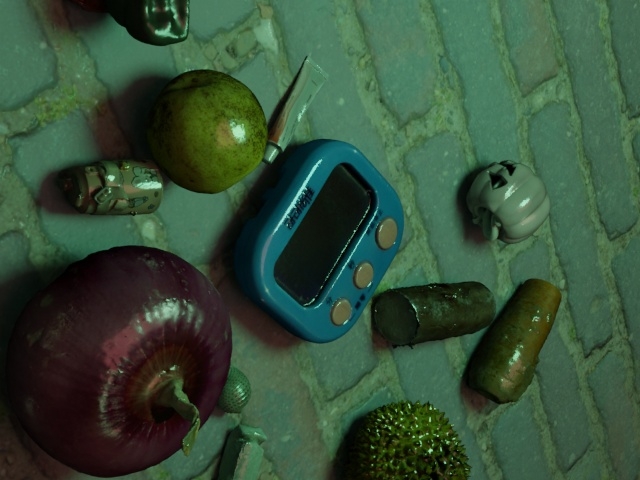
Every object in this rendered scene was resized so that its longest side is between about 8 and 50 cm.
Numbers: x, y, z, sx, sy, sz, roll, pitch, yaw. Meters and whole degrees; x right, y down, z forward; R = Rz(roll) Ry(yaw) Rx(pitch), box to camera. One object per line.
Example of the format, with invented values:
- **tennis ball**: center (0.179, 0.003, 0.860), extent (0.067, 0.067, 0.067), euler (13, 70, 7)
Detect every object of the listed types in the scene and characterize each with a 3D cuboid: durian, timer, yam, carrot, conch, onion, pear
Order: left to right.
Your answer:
- **onion**: center (-0.276, 0.194, 1.575), extent (0.358, 0.345, 0.358), euler (-57, 164, -26)
- **pear**: center (-0.187, -0.179, 1.642), extent (0.197, 0.197, 0.197), euler (-11, 107, -40)
- **conch**: center (-0.153, 0.270, 1.868), extent (0.076, 0.057, 0.085), euler (-30, 120, -49)
- **timer**: center (0.000, 0.000, 1.902), extent (0.309, 0.115, 0.340), euler (45, 70, -40)
- **durian**: center (0.179, 0.475, 2.100), extent (0.258, 0.258, 0.293), euler (-8, 116, -41)
- **yam**: center (0.239, 0.151, 2.153), extent (0.280, 0.131, 0.131), euler (-3, 102, -45)
- **carrot**: center (0.444, 0.227, 2.355), extent (0.139, 0.139, 0.302), euler (47, 61, -38)

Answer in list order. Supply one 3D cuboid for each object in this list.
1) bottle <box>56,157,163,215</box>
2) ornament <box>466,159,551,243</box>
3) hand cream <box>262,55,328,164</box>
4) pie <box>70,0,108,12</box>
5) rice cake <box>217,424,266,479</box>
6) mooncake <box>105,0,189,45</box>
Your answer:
- **bottle**: center (-0.328, -0.080, 1.601), extent (0.152, 0.099, 0.099), euler (-5, 103, -40)
- **ornament**: center (0.395, -0.078, 2.207), extent (0.177, 0.177, 0.177), euler (-11, 107, -40)
- **hand cream**: center (-0.052, -0.231, 1.861), extent (0.216, 0.038, 0.052), euler (-63, 156, -19)
- **pie**: center (-0.331, -0.433, 1.547), extent (0.182, 0.049, 0.182), euler (-13, 110, -39)
- **rice cake**: center (-0.176, 0.502, 1.891), extent (0.066, 0.063, 0.336), euler (24, 83, -46)
- **mooncake**: center (-0.241, -0.371, 1.504), extent (0.104, 0.168, 0.175), euler (-20, 103, -43)
